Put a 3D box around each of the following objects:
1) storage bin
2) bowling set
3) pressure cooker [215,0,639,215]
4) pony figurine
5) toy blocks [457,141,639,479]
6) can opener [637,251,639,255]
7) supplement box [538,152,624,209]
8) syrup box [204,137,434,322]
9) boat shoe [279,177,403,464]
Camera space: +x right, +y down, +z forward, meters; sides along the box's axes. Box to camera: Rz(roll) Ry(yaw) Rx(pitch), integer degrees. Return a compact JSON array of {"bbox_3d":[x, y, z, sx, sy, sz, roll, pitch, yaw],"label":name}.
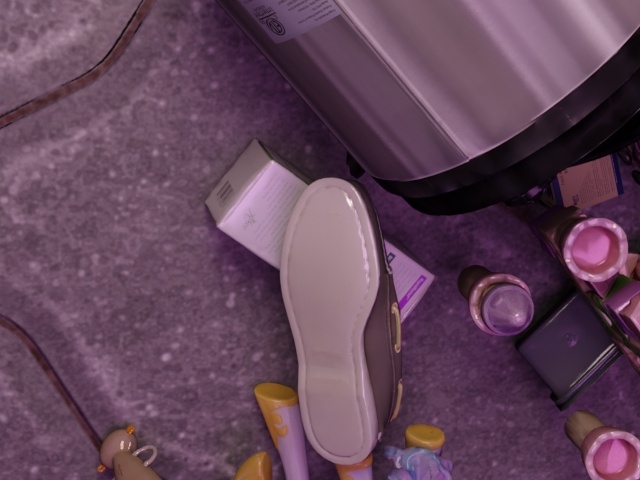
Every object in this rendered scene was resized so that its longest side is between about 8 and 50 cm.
[{"bbox_3d":[0.302,0.122,1.372,0.135,0.098,0.091,-44,86,4],"label":"storage bin"},{"bbox_3d":[-0.227,0.377,1.305,0.287,0.154,0.200,-48,132,3],"label":"bowling set"},{"bbox_3d":[0.128,-0.226,1.041,0.375,0.370,0.420,-41,111,6],"label":"pressure cooker"},{"bbox_3d":[0.040,0.379,1.317,0.351,0.303,0.363,13,112,14],"label":"pony figurine"},{"bbox_3d":[0.345,0.075,1.177,0.309,0.260,0.288,-38,100,1],"label":"toy blocks"},{"bbox_3d":[0.443,-0.033,1.371,0.283,0.076,0.095,-37,82,0],"label":"can opener"},{"bbox_3d":[0.290,-0.083,1.306,0.083,0.056,0.083,-21,113,-7],"label":"supplement box"},{"bbox_3d":[0.000,0.000,1.236,0.237,0.093,0.096,36,98,-24],"label":"syrup box"},{"bbox_3d":[0.029,0.075,1.171,0.109,0.091,0.304,7,110,29],"label":"boat shoe"}]
